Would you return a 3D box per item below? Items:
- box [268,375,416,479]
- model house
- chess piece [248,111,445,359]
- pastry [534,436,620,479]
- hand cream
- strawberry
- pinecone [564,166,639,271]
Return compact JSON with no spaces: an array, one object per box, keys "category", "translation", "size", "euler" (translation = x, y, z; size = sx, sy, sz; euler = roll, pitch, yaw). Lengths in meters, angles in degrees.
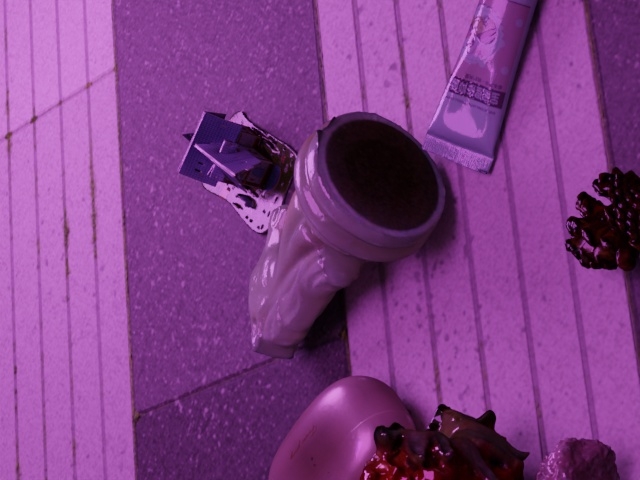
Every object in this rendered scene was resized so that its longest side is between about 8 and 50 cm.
[{"category":"box","translation":[0.023,0.242,2.009],"size":[0.200,0.088,0.146],"euler":[-54,44,25]},{"category":"model house","translation":[-0.116,-0.093,2.257],"size":[0.167,0.088,0.117],"euler":[42,110,46]},{"category":"chess piece","translation":[0.000,0.000,2.078],"size":[0.298,0.176,0.175],"euler":[-48,47,46]},{"category":"pastry","translation":[0.240,0.323,1.737],"size":[0.112,0.103,0.265],"euler":[-30,56,47]},{"category":"hand cream","translation":[0.197,-0.240,1.976],"size":[0.085,0.058,0.331],"euler":[22,102,26]},{"category":"strawberry","translation":[0.125,0.321,1.794],"size":[0.138,0.233,0.306],"euler":[11,100,32]},{"category":"pinecone","translation":[0.288,-0.013,1.784],"size":[0.109,0.102,0.102],"euler":[117,146,-59]}]
